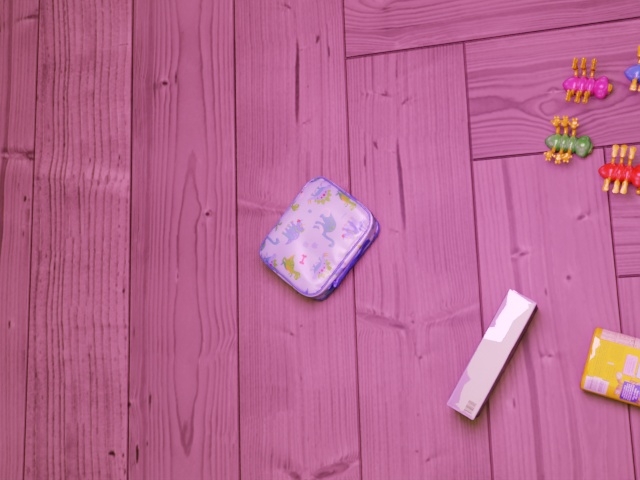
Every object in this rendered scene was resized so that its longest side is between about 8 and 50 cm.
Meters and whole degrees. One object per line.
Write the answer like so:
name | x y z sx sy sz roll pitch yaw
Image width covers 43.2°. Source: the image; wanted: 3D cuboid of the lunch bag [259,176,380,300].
lunch bag | 0.000 0.000 1.616 0.176 0.090 0.219 37 92 19

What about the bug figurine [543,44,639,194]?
bug figurine | 0.543 -0.227 1.513 0.216 0.072 0.278 16 90 24

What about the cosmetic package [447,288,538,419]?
cosmetic package | 0.317 0.210 1.489 0.060 0.099 0.239 29 89 21

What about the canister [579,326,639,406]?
canister | 0.558 0.231 1.430 0.170 0.073 0.126 15 85 19
